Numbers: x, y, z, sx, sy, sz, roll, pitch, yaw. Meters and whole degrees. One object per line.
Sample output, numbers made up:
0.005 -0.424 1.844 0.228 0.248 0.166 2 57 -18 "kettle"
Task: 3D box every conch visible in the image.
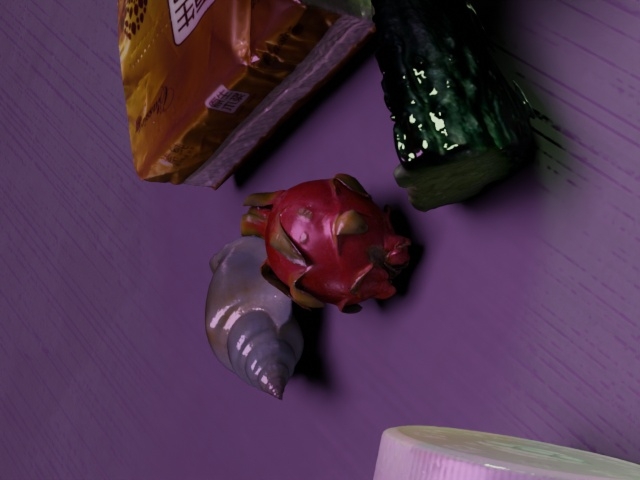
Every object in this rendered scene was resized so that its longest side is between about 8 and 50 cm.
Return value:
-0.043 0.047 1.109 0.088 0.065 0.180 -64 28 25 "conch"

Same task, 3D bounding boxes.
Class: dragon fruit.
0.000 -0.002 1.041 0.116 0.081 0.086 37 91 41 "dragon fruit"

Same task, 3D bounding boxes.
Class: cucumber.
0.071 -0.089 0.964 0.086 0.115 0.193 -19 49 4 "cucumber"

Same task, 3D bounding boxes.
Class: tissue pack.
-0.053 -0.166 1.162 0.226 0.092 0.183 -43 49 45 "tissue pack"

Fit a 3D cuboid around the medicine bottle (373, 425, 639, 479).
0.080 0.226 0.798 0.152 0.152 0.254 8 88 57 "medicine bottle"
